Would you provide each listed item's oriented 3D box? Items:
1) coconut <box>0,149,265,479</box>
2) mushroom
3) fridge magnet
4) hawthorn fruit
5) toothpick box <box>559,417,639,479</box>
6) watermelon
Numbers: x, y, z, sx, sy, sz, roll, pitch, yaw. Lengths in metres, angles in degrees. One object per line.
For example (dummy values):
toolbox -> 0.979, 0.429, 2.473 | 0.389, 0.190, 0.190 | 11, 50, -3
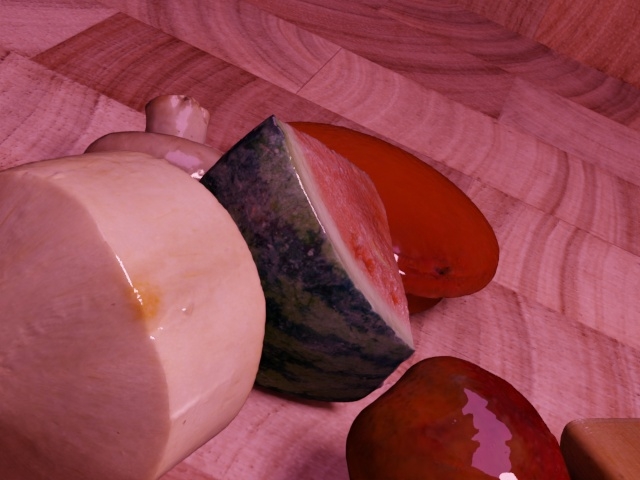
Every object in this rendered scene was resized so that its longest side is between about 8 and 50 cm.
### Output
coconut -> -0.208, 0.075, 1.027 | 0.323, 0.323, 0.323 | 19, 27, -10
mushroom -> -0.175, -0.075, 1.395 | 0.204, 0.204, 0.204 | 19, 27, -10
fridge magnet -> 0.060, -0.033, 1.570 | 0.363, 0.155, 0.363 | 19, 27, -10
hawthorn fruit -> 0.146, 0.229, 1.101 | 0.208, 0.208, 0.248 | -3, 28, -41
toothpick box -> 0.315, 0.275, 1.055 | 0.190, 0.187, 0.308 | -1, 11, -5
watermelon -> 0.001, 0.004, 1.265 | 0.283, 0.250, 0.292 | 38, 67, -4
